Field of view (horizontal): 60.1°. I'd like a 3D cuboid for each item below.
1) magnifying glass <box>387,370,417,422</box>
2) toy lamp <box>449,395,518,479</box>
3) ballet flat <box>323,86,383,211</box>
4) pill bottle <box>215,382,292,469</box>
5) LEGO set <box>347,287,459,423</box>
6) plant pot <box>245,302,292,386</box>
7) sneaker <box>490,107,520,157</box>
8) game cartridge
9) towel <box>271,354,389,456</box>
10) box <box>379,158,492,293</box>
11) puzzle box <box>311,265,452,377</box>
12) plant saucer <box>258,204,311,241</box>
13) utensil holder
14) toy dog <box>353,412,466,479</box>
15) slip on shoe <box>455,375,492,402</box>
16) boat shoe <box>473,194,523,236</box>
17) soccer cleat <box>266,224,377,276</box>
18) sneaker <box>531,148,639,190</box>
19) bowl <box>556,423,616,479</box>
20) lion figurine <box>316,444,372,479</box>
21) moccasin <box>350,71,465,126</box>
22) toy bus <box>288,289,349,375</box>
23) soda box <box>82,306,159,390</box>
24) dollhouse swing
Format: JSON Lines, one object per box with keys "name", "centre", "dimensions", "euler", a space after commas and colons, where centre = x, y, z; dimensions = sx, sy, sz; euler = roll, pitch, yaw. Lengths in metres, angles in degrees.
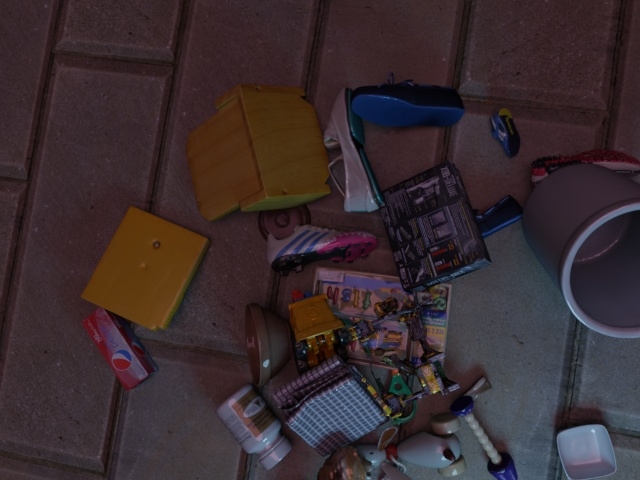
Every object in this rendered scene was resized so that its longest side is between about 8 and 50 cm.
{"name": "magnifying glass", "centre": [0.227, 0.419, 1.632], "dimensions": [0.092, 0.026, 0.231], "euler": [-9, 87, 8]}
{"name": "toy lamp", "centre": [0.462, 0.562, 1.543], "dimensions": [0.080, 0.080, 0.275], "euler": [-31, 97, 5]}
{"name": "ballet flat", "centre": [0.074, -0.263, 1.615], "dimensions": [0.139, 0.139, 0.401], "euler": [-15, 72, 7]}
{"name": "pill bottle", "centre": [-0.191, 0.547, 1.627], "dimensions": [0.131, 0.131, 0.229], "euler": [-41, 83, 4]}
{"name": "LEGO set", "centre": [0.216, 0.308, 1.459], "dimensions": [0.254, 0.192, 0.332], "euler": [-14, 79, 0]}
{"name": "plant pot", "centre": [-0.147, 0.296, 1.603], "dimensions": [0.109, 0.237, 0.238], "euler": [-4, 86, -16]}
{"name": "sneaker", "centre": [0.539, -0.312, 1.619], "dimensions": [0.053, 0.059, 0.144], "euler": [-24, 100, -25]}
{"name": "game cartridge", "centre": [-0.535, 0.087, 1.708], "dimensions": [0.285, 0.053, 0.324], "euler": [23, 77, 9]}
{"name": "towel", "centre": [0.037, 0.467, 1.534], "dimensions": [0.235, 0.284, 0.121], "euler": [-31, 40, 7]}
{"name": "box", "centre": [0.307, -0.037, 1.542], "dimensions": [0.242, 0.076, 0.308], "euler": [-25, 66, 25]}
{"name": "puzzle box", "centre": [0.165, 0.233, 1.618], "dimensions": [0.408, 0.052, 0.272], "euler": [6, 86, 12]}
{"name": "plant saucer", "centre": [-0.114, -0.061, 1.704], "dimensions": [0.168, 0.029, 0.169], "euler": [-1, 86, 9]}
{"name": "utensil holder", "centre": [0.700, -0.001, 1.361], "dimensions": [0.327, 0.385, 0.328], "euler": [2, 112, 4]}
{"name": "toy dog", "centre": [0.258, 0.605, 1.545], "dimensions": [0.333, 0.161, 0.220], "euler": [-34, 83, 5]}
{"name": "slip on shoe", "centre": [0.433, 0.448, 1.587], "dimensions": [0.135, 0.051, 0.041], "euler": [-42, 76, -4]}
{"name": "boat shoe", "centre": [0.454, -0.049, 1.600], "dimensions": [0.258, 0.109, 0.089], "euler": [-24, 76, -10]}
{"name": "soccer cleat", "centre": [0.000, 0.000, 1.631], "dimensions": [0.331, 0.116, 0.143], "euler": [-11, 58, -10]}
{"name": "sneaker", "centre": [0.744, -0.187, 1.560], "dimensions": [0.299, 0.121, 0.112], "euler": [-6, 115, 7]}
{"name": "bowl", "centre": [0.729, 0.580, 1.535], "dimensions": [0.141, 0.053, 0.142], "euler": [-13, 86, 7]}
{"name": "lion figurine", "centre": [-0.001, 0.739, 1.552], "dimensions": [0.392, 0.142, 0.240], "euler": [-37, 61, 35]}
{"name": "moccasin", "centre": [0.248, -0.406, 1.620], "dimensions": [0.341, 0.138, 0.117], "euler": [5, 63, -17]}
{"name": "toy bus", "centre": [-0.024, 0.247, 1.551], "dimensions": [0.149, 0.220, 0.211], "euler": [-17, 50, -12]}
{"name": "soda box", "centre": [-0.623, 0.329, 1.725], "dimensions": [0.092, 0.083, 0.263], "euler": [-38, 83, 4]}
{"name": "dollhouse swing", "centre": [-0.197, -0.244, 1.694], "dimensions": [0.315, 0.305, 0.347], "euler": [-8, 77, -35]}
